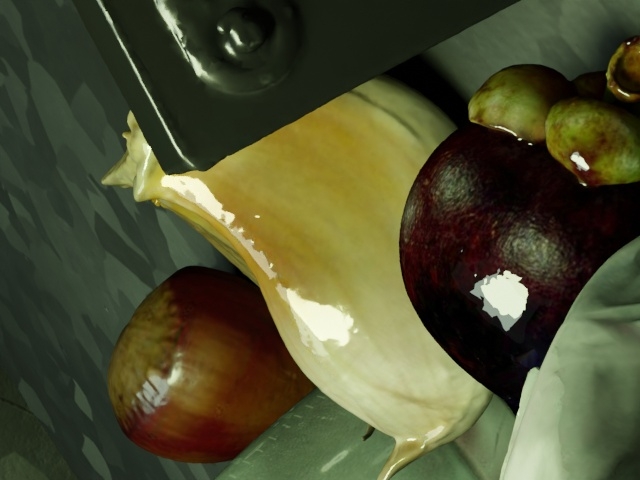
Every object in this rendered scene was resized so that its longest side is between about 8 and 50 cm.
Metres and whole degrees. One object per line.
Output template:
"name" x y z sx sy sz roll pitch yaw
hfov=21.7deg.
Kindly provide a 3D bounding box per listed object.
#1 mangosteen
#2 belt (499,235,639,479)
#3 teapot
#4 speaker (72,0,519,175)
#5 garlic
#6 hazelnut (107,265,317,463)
"mangosteen" 0.144 -0.016 0.938 0.194 0.194 0.230 37 124 42
"belt" 0.280 0.156 0.662 0.436 0.300 0.173 25 142 30
"teapot" -0.005 0.252 1.353 0.233 0.312 0.315 59 161 -1
"speaker" -0.042 -0.199 0.983 0.254 0.232 0.184 63 171 -5
"garlic" 0.000 0.000 1.197 0.313 0.249 0.286 39 140 -2
"hazelnut" -0.096 0.129 1.598 0.208 0.208 0.208 45 153 31
